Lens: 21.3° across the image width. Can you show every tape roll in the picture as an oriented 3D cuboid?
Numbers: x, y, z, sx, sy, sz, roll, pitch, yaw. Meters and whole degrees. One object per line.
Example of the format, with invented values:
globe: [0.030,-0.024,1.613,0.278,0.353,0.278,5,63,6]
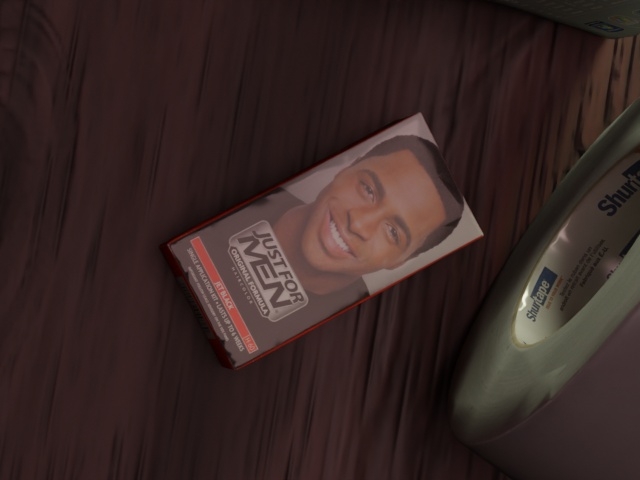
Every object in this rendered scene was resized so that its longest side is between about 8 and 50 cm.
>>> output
tape roll: [0.150,0.020,0.777,0.072,0.219,0.219,34,83,-8]

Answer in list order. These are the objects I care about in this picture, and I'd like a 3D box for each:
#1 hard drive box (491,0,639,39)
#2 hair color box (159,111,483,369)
hard drive box: [0.084,-0.215,0.814,0.232,0.089,0.181,12,86,-23]
hair color box: [0.000,0.000,0.836,0.141,0.043,0.072,-29,94,-11]
